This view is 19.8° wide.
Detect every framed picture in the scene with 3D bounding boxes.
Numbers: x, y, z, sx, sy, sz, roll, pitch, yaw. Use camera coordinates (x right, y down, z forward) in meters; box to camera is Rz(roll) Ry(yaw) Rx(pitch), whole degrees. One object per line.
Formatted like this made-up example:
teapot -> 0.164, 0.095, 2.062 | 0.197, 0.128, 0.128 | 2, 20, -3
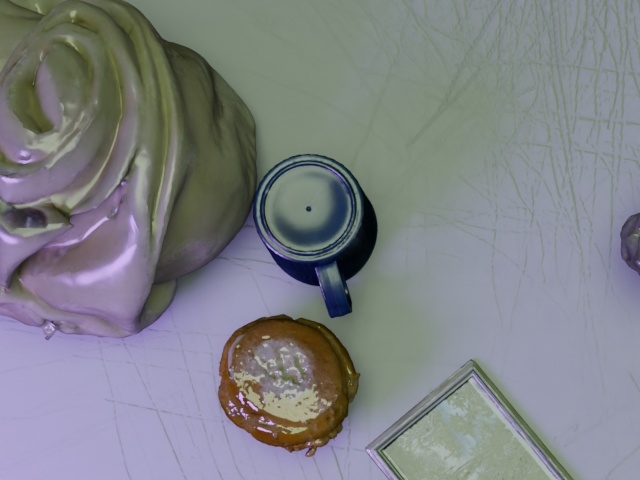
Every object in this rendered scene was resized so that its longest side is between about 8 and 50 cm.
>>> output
framed picture -> 0.154, 0.230, 1.798 | 0.142, 0.011, 0.183 | -39, 81, -1

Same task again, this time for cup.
cup -> 0.006, -0.009, 1.781 | 0.113, 0.138, 0.150 | -45, 81, -2

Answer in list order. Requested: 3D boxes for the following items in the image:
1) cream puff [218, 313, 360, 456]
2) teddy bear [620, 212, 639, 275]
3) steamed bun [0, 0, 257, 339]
cream puff -> -0.034, 0.140, 1.782 | 0.144, 0.103, 0.126 | 36, 73, 9
teddy bear -> 0.511, -0.057, 1.712 | 0.367, 0.224, 0.357 | 29, 104, 7
steamed bun -> -0.249, -0.081, 1.759 | 0.367, 0.255, 0.342 | 13, 81, 5
